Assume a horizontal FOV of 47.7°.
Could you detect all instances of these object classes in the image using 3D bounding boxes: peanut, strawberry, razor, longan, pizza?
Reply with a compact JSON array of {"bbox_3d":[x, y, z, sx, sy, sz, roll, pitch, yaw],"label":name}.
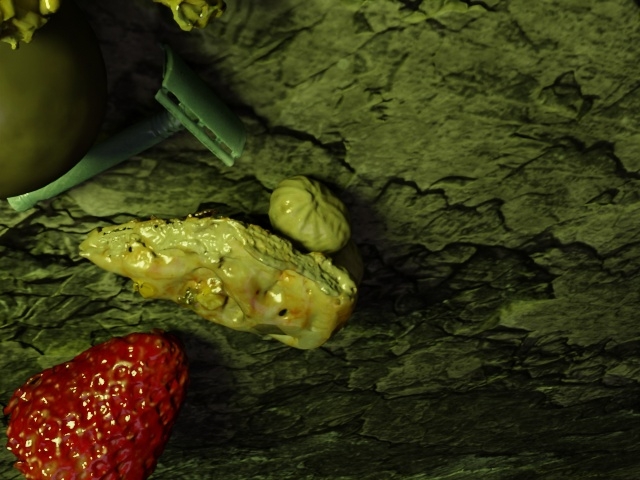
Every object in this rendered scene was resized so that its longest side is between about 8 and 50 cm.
[{"bbox_3d":[0.000,0.000,0.795,0.082,0.082,0.187,-17,143,3],"label":"peanut"},{"bbox_3d":[-0.267,0.210,0.927,0.244,0.205,0.205,-50,134,9],"label":"strawberry"},{"bbox_3d":[-0.193,-0.082,0.655,0.232,0.068,0.106,-21,142,20],"label":"razor"},{"bbox_3d":[-0.253,-0.113,0.502,0.204,0.159,0.185,7,139,-12],"label":"longan"},{"bbox_3d":[-0.103,0.041,0.762,0.297,0.071,0.189,23,150,-14],"label":"pizza"}]

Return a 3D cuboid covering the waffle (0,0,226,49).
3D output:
[{"bbox_3d":[-0.139,-0.188,0.445,0.051,0.194,0.149,-2,117,44],"label":"waffle"}]
